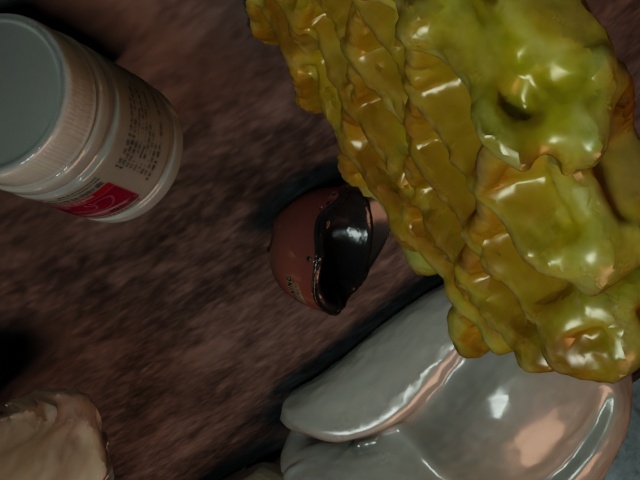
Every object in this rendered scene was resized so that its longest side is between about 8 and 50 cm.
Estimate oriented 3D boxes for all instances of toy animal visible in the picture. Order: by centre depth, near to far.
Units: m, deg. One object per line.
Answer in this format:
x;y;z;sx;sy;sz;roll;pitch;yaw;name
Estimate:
0.127;0.146;1.097;0.265;0.271;0.206;-51;-176;9;toy animal

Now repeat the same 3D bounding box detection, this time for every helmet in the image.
0.000;-0.001;0.776;0.084;0.049;0.065;-52;141;-36;helmet

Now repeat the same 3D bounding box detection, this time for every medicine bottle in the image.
-0.093;-0.041;0.505;0.058;0.058;0.091;-37;161;10;medicine bottle

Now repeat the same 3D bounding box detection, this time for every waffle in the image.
0.045;-0.040;0.489;0.057;0.219;0.229;-29;160;-9;waffle

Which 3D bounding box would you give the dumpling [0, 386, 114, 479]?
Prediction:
-0.256;0.212;0.668;0.341;0.181;0.260;-23;169;10;dumpling

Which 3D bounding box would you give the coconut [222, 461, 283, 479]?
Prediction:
-0.044;0.276;1.210;0.171;0.171;0.183;-20;159;-36;coconut
